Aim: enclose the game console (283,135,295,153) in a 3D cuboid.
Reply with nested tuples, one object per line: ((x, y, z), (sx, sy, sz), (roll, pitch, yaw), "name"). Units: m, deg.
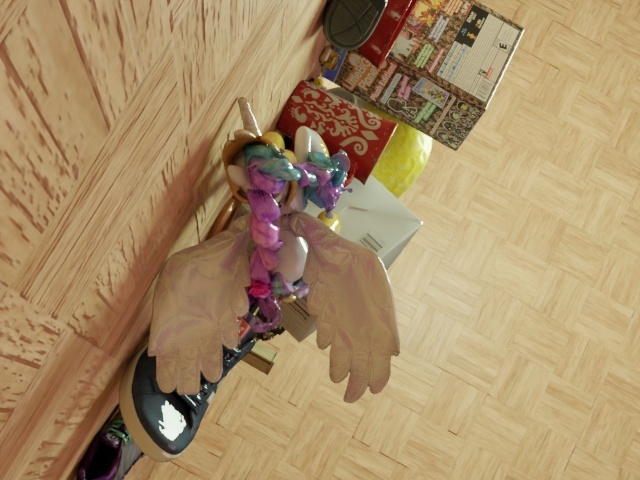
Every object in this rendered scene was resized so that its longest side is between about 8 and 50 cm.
((-0.017, -0.186, 1.566), (0.144, 0.085, 0.124), (-61, 179, 24), "game console")

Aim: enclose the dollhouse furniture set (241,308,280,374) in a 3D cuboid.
((-0.134, 0.127, 1.567), (0.101, 0.182, 0.161), (-61, 179, 22), "dollhouse furniture set")

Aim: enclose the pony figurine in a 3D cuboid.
((-0.054, 0.008, 1.088), (0.363, 0.302, 0.351), (-33, 120, -82), "pony figurine")

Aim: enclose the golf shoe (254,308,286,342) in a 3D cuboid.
((-0.164, 0.149, 1.736), (0.273, 0.105, 0.120), (-23, -132, 39), "golf shoe")

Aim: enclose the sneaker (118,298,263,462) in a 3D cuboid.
((-0.163, 0.155, 1.208), (0.148, 0.131, 0.350), (-30, -158, 22), "sneaker")

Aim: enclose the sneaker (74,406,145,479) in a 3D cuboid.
((-0.285, 0.288, 1.286), (0.224, 0.083, 0.098), (-60, 174, -30), "sneaker")

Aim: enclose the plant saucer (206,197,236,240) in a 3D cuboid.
((-0.149, -0.026, 1.311), (0.083, 0.013, 0.083), (-61, 179, -2), "plant saucer")

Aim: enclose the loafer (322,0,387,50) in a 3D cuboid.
((0.083, -0.394, 1.203), (0.267, 0.096, 0.084), (-54, -159, 14), "loafer")

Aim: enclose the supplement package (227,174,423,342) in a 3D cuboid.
((0.000, 0.000, 1.417), (0.262, 0.204, 0.145), (-36, 165, -43), "supplement package")

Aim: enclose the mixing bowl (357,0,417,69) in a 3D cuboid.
((0.094, -0.378, 1.388), (0.181, 0.098, 0.181), (-62, 180, -1), "mixing bowl")

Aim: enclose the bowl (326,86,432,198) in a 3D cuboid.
((0.054, -0.205, 1.664), (0.156, 0.289, 0.289), (43, 71, -47), "bowl")

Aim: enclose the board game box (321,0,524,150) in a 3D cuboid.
((0.189, -0.347, 1.588), (0.232, 0.291, 0.141), (-60, 180, -31), "board game box")

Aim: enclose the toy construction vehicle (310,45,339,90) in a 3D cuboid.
((0.009, -0.287, 1.475), (0.086, 0.035, 0.098), (-61, 180, -4), "toy construction vehicle")

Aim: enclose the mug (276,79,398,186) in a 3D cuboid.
((0.021, -0.172, 1.368), (0.113, 0.169, 0.150), (-61, 179, 27), "mug")
